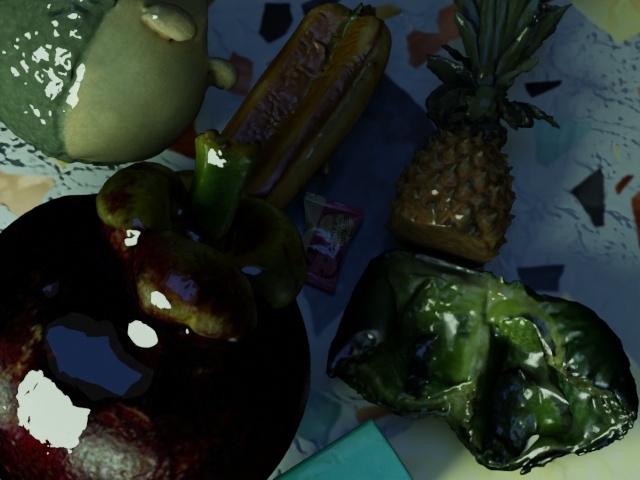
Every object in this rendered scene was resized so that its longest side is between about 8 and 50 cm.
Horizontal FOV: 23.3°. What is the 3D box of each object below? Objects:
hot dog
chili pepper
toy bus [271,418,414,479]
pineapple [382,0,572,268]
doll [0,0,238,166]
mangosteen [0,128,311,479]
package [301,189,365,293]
[{"bbox_3d":[-0.014,-0.119,1.428,0.104,0.076,0.250,23,67,26],"label":"hot dog"},{"bbox_3d":[0.142,0.107,1.344,0.264,0.116,0.148,16,60,3],"label":"chili pepper"},{"bbox_3d":[-0.005,0.224,1.299,0.160,0.092,0.079,-30,74,-11],"label":"toy bus"},{"bbox_3d":[0.139,-0.116,1.414,0.130,0.119,0.277,-1,62,45],"label":"pineapple"},{"bbox_3d":[-0.238,-0.227,1.379,0.349,0.247,0.247,38,74,26],"label":"doll"},{"bbox_3d":[-0.139,0.089,1.226,0.297,0.313,0.297,8,73,-29],"label":"mangosteen"},{"bbox_3d":[0.000,0.000,1.408,0.059,0.029,0.083,20,78,1],"label":"package"}]
